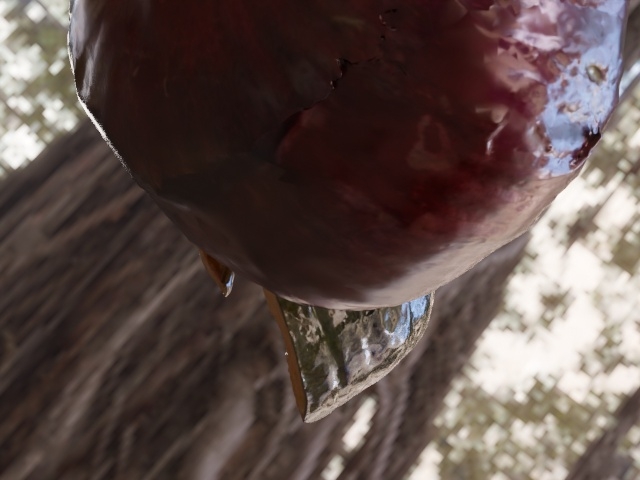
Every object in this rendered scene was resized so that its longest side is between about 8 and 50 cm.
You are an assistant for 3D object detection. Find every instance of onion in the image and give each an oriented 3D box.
[{"bbox_3d":[0.005,-0.098,0.754,0.246,0.246,0.190,16,2,42],"label":"onion"}]

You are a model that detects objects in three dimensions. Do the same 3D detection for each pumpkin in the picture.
[{"bbox_3d":[0.000,0.000,0.939,0.183,0.107,0.119,52,-16,50],"label":"pumpkin"}]
